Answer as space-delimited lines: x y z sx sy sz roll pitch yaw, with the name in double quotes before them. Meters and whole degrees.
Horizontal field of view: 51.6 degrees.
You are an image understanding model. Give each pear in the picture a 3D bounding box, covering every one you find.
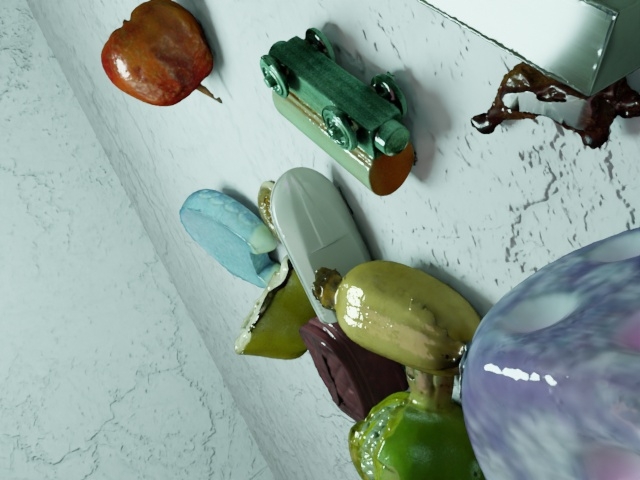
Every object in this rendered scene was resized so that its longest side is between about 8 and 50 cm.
"pear" -0.054 0.160 1.400 0.178 0.267 0.267 28 158 -9

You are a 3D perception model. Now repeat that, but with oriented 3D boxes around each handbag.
"handbag" 0.061 0.229 1.264 0.146 0.135 0.225 19 137 56

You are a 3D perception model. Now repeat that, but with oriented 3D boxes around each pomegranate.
"pomegranate" 0.173 0.314 1.095 0.236 0.236 0.301 20 100 57

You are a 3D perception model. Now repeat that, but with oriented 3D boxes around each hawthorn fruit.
"hawthorn fruit" -0.296 -0.347 1.318 0.243 0.207 0.207 39 162 -18

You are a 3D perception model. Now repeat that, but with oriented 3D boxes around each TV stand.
"TV stand" 0.168 -0.236 0.594 0.269 0.088 0.082 45 153 32

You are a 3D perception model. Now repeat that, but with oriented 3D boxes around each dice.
"dice" 0.300 0.148 0.529 0.271 0.270 0.270 -2 115 65

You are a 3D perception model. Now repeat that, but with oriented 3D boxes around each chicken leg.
"chicken leg" 0.220 -0.136 0.652 0.219 0.048 0.089 21 131 56

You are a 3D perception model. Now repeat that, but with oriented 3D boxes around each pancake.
"pancake" -0.089 -0.055 1.401 0.151 0.025 0.151 44 152 31

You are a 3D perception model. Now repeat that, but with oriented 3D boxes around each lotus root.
"lotus root" 0.126 0.113 1.009 0.303 0.131 0.146 21 106 37

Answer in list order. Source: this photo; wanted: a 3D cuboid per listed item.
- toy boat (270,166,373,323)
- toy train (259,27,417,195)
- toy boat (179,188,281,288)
"toy boat" 0.004 0.005 1.159 0.269 0.141 0.141 62 157 2
"toy train" 0.023 -0.179 0.943 0.285 0.116 0.177 43 163 34
"toy boat" -0.198 -0.023 1.593 0.330 0.123 0.215 27 149 36
